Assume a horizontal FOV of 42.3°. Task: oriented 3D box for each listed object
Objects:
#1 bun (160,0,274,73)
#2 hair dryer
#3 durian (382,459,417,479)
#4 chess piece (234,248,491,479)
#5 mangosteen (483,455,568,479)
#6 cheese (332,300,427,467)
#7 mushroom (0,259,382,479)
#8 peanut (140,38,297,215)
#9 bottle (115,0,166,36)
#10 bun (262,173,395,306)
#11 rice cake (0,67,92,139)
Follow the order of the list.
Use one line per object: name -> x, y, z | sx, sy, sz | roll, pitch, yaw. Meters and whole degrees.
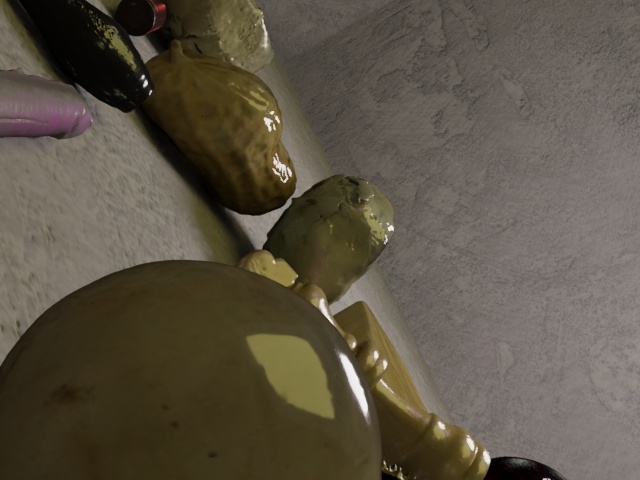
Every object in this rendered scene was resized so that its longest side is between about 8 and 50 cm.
bun -> -0.199, -0.369, 1.387 | 0.259, 0.152, 0.259 | 50, -8, 10
hair dryer -> -0.264, -0.236, 0.891 | 0.195, 0.075, 0.219 | 49, 2, -25
durian -> 0.083, 0.315, 0.980 | 0.187, 0.119, 0.108 | 60, 11, -5
chess piece -> 0.036, 0.168, 1.037 | 0.397, 0.117, 0.117 | 45, 8, -2
mangosteen -> 0.339, 0.518, 1.474 | 0.288, 0.288, 0.288 | 60, 7, -13
cheese -> 0.089, 0.247, 1.329 | 0.384, 0.104, 0.384 | 60, 7, -13
mushroom -> -0.082, 0.111, 0.435 | 0.215, 0.207, 0.207 | 5, -50, 58
peanut -> -0.119, -0.141, 1.118 | 0.291, 0.159, 0.143 | 55, 48, -46
bottle -> -0.260, -0.335, 1.226 | 0.060, 0.060, 0.164 | 60, 7, -17
bun -> 0.000, 0.000, 1.187 | 0.141, 0.239, 0.239 | 38, 12, -10
rice cake -> -0.228, -0.096, 0.592 | 0.270, 0.048, 0.055 | -62, 138, -83
